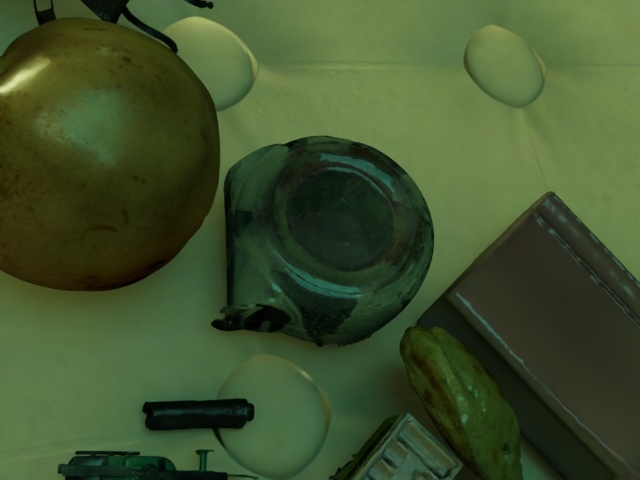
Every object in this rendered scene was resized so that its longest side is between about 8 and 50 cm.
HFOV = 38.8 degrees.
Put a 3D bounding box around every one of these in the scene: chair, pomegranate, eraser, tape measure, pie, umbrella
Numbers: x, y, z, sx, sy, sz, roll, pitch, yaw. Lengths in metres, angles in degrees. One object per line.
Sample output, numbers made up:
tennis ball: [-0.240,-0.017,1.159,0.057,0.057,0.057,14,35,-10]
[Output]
chair: [-0.262,-0.291,1.135,0.213,0.149,0.174,39,60,-20]
pomegranate: [-0.267,-0.100,0.999,0.319,0.319,0.319,8,65,-18]
eraser: [0.343,0.146,1.215,0.359,0.122,0.272,47,53,5]
tape measure: [0.000,0.000,1.142,0.275,0.147,0.256,4,64,-16]
pie: [0.176,0.199,1.089,0.090,0.248,0.201,-31,37,3]
umbrella: [-0.141,0.204,1.060,0.133,0.031,0.036,2,89,-21]

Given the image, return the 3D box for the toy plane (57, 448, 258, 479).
toy plane: [-0.184,0.254,0.987,0.235,0.096,0.060,11,65,-36]

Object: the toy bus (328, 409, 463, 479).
toy bus: [0.034,0.326,1.004,0.113,0.139,0.302,43,63,1]
